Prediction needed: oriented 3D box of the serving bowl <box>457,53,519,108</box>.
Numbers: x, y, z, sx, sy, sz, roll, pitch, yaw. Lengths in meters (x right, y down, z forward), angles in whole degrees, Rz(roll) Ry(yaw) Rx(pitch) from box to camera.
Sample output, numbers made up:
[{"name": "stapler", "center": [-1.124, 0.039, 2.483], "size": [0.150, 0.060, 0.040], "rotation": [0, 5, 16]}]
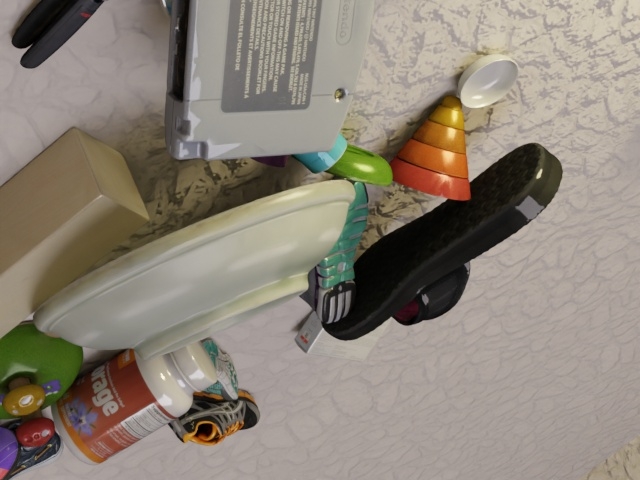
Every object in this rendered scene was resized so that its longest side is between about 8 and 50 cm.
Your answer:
[{"name": "serving bowl", "center": [0.208, -0.206, 1.376], "size": [0.083, 0.027, 0.083], "rotation": [-21, 148, -14]}]

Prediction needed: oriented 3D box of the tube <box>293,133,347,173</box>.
[{"name": "tube", "center": [-0.056, -0.158, 1.164], "size": [0.080, 0.052, 0.207], "rotation": [-40, 115, 12]}]

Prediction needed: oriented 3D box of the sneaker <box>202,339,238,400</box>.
[{"name": "sneaker", "center": [-0.176, 0.202, 1.660], "size": [0.076, 0.065, 0.166], "rotation": [-15, 147, 9]}]

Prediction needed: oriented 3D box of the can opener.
[{"name": "can opener", "center": [-0.218, -0.223, 0.991], "size": [0.186, 0.059, 0.073], "rotation": [-42, 146, 21]}]

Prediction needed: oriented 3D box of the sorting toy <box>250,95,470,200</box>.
[{"name": "sorting toy", "center": [0.060, -0.137, 1.325], "size": [0.365, 0.127, 0.126], "rotation": [7, 105, -40]}]

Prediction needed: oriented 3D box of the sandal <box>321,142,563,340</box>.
[{"name": "sandal", "center": [0.165, 0.036, 1.488], "size": [0.107, 0.167, 0.446], "rotation": [39, 131, -18]}]

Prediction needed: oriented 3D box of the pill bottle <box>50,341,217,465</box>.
[{"name": "pill bottle", "center": [-0.260, 0.215, 1.539], "size": [0.216, 0.121, 0.121], "rotation": [-32, 149, 5]}]

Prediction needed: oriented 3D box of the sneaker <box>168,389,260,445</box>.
[{"name": "sneaker", "center": [-0.173, 0.293, 1.758], "size": [0.084, 0.083, 0.215], "rotation": [-45, 146, 24]}]

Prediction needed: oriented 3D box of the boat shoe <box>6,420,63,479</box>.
[{"name": "boat shoe", "center": [-0.470, 0.316, 1.586], "size": [0.183, 0.065, 0.083], "rotation": [-27, 148, -15]}]

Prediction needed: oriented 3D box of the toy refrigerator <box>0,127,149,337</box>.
[{"name": "toy refrigerator", "center": [-0.325, 0.007, 1.203], "size": [0.269, 0.102, 0.094], "rotation": [-37, 148, 14]}]

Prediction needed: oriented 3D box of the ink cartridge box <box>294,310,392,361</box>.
[{"name": "ink cartridge box", "center": [0.058, 0.107, 1.724], "size": [0.145, 0.045, 0.179], "rotation": [15, 111, -48]}]

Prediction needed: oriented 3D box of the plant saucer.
[{"name": "plant saucer", "center": [-0.128, 0.054, 1.273], "size": [0.400, 0.100, 0.400], "rotation": [-23, 176, -2]}]

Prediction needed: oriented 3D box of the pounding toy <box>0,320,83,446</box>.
[{"name": "pounding toy", "center": [-0.368, 0.188, 1.426], "size": [0.237, 0.110, 0.183], "rotation": [-35, 148, 13]}]

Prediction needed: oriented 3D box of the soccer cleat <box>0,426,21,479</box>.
[{"name": "soccer cleat", "center": [-0.571, 0.331, 1.488], "size": [0.318, 0.108, 0.116], "rotation": [-21, 144, -7]}]

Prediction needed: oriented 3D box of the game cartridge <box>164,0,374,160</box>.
[{"name": "game cartridge", "center": [-0.042, -0.224, 1.024], "size": [0.198, 0.062, 0.297], "rotation": [-8, 117, -35]}]

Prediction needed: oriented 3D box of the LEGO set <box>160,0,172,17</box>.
[{"name": "LEGO set", "center": [-0.051, -0.202, 1.076], "size": [0.182, 0.060, 0.244], "rotation": [-22, 125, -9]}]

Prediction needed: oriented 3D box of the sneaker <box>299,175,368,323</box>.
[{"name": "sneaker", "center": [0.000, 0.000, 1.480], "size": [0.083, 0.098, 0.223], "rotation": [-14, 123, -39]}]
